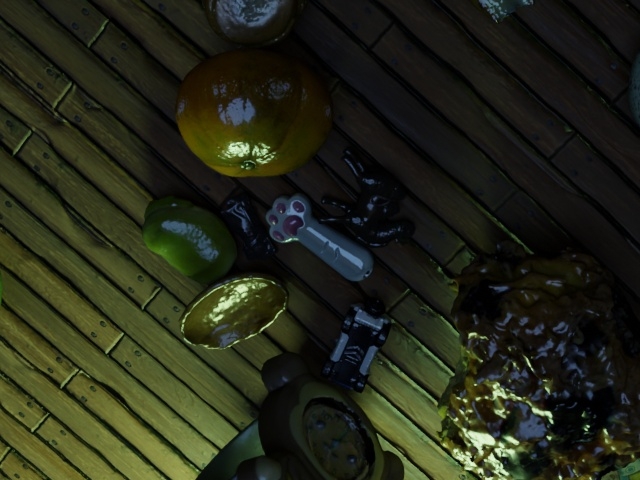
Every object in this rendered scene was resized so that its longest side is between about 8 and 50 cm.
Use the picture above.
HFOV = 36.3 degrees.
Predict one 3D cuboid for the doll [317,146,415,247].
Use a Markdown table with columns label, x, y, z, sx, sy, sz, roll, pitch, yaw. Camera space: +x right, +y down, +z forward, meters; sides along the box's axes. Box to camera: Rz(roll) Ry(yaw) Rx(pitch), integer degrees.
| label | x | y | z | sx | sy | sz | roll | pitch | yaw |
| --- | --- | --- | --- | --- | --- | --- | --- | --- | --- |
| doll | 0.084 | -0.056 | 1.583 | 0.165 | 0.057 | 0.139 | 24 | 111 | -7 |

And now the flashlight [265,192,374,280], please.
| label | x | y | z | sx | sy | sz | roll | pitch | yaw |
| --- | --- | --- | --- | --- | --- | --- | --- | --- | --- |
| flashlight | 0.000 | 0.000 | 1.623 | 0.200 | 0.047 | 0.093 | 35 | 113 | -2 |

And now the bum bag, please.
| label | x | y | z | sx | sy | sz | roll | pitch | yaw |
| --- | --- | --- | --- | --- | --- | --- | --- | --- | --- |
| bum bag | -0.122 | -0.020 | 1.649 | 0.058 | 0.034 | 0.124 | -29 | 103 | 6 |

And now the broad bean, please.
| label | x | y | z | sx | sy | sz | roll | pitch | yaw |
| --- | --- | --- | --- | --- | --- | --- | --- | --- | --- |
| broad bean | -0.223 | -0.005 | 1.657 | 0.175 | 0.082 | 0.124 | 29 | 117 | -10 |

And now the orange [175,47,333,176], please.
| label | x | y | z | sx | sy | sz | roll | pitch | yaw |
| --- | --- | --- | --- | --- | --- | --- | --- | --- | --- |
| orange | -0.100 | -0.186 | 1.481 | 0.240 | 0.240 | 0.171 | -9 | 66 | 15 |

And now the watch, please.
| label | x | y | z | sx | sy | sz | roll | pitch | yaw |
| --- | --- | --- | --- | --- | --- | --- | --- | --- | --- |
| watch | -0.084 | 0.412 | 1.632 | 0.314 | 0.335 | 0.327 | 47 | 121 | -7 |

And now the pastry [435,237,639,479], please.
| label | x | y | z | sx | sy | sz | roll | pitch | yaw |
| --- | --- | --- | --- | --- | --- | --- | --- | --- | --- |
| pastry | 0.352 | 0.209 | 1.494 | 0.338 | 0.292 | 0.405 | 6 | 115 | 9 |

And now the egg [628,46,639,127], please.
| label | x | y | z | sx | sy | sz | roll | pitch | yaw |
| --- | --- | --- | --- | --- | --- | --- | --- | --- | --- |
| egg | 0.506 | -0.221 | 1.390 | 0.132 | 0.132 | 0.172 | -10 | 100 | 15 |

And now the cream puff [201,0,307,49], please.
| label | x | y | z | sx | sy | sz | roll | pitch | yaw |
| --- | --- | --- | --- | --- | --- | --- | --- | --- | --- |
| cream puff | -0.098 | -0.368 | 1.473 | 0.165 | 0.115 | 0.150 | -11 | 114 | 6 |

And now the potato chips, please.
| label | x | y | z | sx | sy | sz | roll | pitch | yaw |
| --- | --- | --- | --- | --- | --- | --- | --- | --- | --- |
| potato chips | -0.154 | 0.116 | 1.686 | 0.150 | 0.049 | 0.202 | 32 | 115 | -30 |

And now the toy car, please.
| label | x | y | z | sx | sy | sz | roll | pitch | yaw |
| --- | --- | --- | --- | --- | --- | --- | --- | --- | --- |
| toy car | 0.065 | 0.174 | 1.660 | 0.080 | 0.070 | 0.170 | 23 | 114 | 3 |

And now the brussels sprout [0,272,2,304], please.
| label | x | y | z | sx | sy | sz | roll | pitch | yaw |
| --- | --- | --- | --- | --- | --- | --- | --- | --- | --- |
| brussels sprout | -0.697 | 0.102 | 1.712 | 0.272 | 0.219 | 0.210 | -4 | 106 | -3 |

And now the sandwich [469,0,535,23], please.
| label | x | y | z | sx | sy | sz | roll | pitch | yaw |
| --- | --- | --- | --- | --- | --- | --- | --- | --- | --- |
| sandwich | 0.209 | -0.432 | 1.397 | 0.094 | 0.096 | 0.258 | -31 | 99 | 14 |

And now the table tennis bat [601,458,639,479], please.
| label | x | y | z | sx | sy | sz | roll | pitch | yaw |
| --- | --- | --- | --- | --- | --- | --- | --- | --- | --- |
| table tennis bat | 0.401 | 0.448 | 1.706 | 0.415 | 0.051 | 0.268 | -25 | 103 | 16 |
